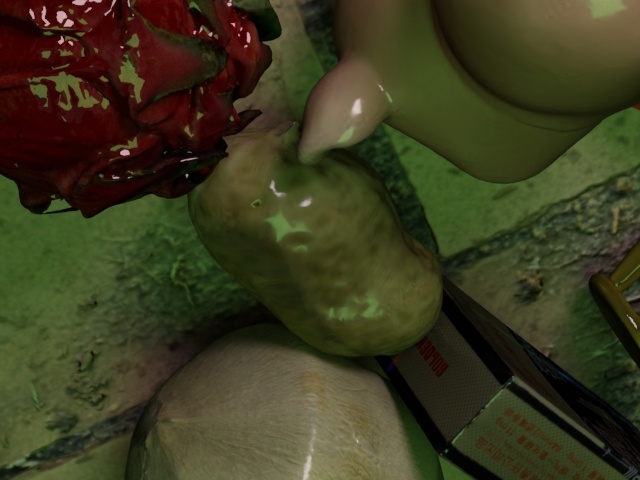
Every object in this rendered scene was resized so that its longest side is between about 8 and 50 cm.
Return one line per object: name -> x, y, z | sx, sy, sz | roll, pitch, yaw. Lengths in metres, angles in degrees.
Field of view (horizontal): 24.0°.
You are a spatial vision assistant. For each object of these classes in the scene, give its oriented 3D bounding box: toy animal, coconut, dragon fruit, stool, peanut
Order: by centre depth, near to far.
dragon fruit -> -0.170, -0.115, 0.921 | 0.293, 0.234, 0.234 | -18, 125, -4
toy animal -> 0.127, -0.151, 0.945 | 0.269, 0.326, 0.237 | 8, 80, 8
peanut -> 0.000, 0.000, 1.099 | 0.129, 0.129, 0.224 | -39, 120, 10
coconut -> -0.043, 0.196, 1.158 | 0.247, 0.245, 0.245 | 29, 110, -29
stool -> 0.294, 0.049, 1.235 | 0.110, 0.135, 0.134 | -32, 170, 1

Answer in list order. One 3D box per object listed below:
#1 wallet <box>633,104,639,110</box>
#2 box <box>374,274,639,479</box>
wallet -> 0.292, -0.182, 1.092 | 0.142, 0.045, 0.204 | 23, 118, 10
box -> 0.183, 0.159, 1.216 | 0.310, 0.198, 0.084 | 37, 99, -31
